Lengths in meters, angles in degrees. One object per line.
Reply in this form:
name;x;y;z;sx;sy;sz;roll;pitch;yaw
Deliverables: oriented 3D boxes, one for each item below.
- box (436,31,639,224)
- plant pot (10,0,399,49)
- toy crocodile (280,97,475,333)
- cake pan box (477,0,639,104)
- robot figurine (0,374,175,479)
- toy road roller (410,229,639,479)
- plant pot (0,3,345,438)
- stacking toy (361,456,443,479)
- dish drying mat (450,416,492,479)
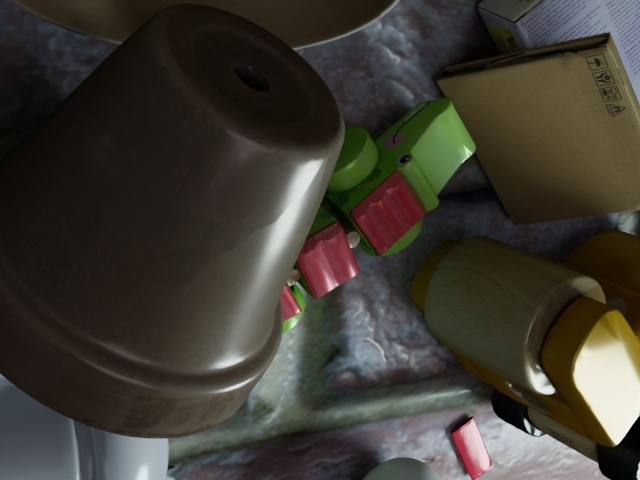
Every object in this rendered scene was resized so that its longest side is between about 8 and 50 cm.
box;0.220;-0.096;1.092;0.201;0.164;0.021;55;41;-37
plant pot;-0.081;-0.265;0.780;0.284;0.284;0.191;11;73;-33
toy crocodile;0.000;0.000;1.033;0.340;0.105;0.115;-37;127;-9
cake pan box;0.307;-0.205;1.126;0.267;0.070;0.245;-41;129;-5
robot figurine;-0.270;0.171;0.908;0.353;0.199;0.300;-5;138;-27
toy road roller;0.272;0.075;1.175;0.240;0.202;0.329;-54;133;-11
plant pot;-0.104;-0.031;0.819;0.263;0.263;0.229;15;129;-34
stacking toy;0.060;0.465;1.222;0.351;0.350;0.480;5;96;-31
dish drying mat;0.169;0.232;1.308;0.032;0.008;0.083;-34;125;-12
